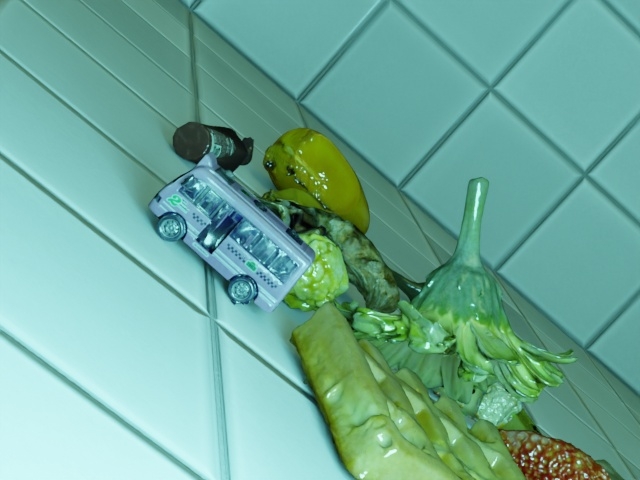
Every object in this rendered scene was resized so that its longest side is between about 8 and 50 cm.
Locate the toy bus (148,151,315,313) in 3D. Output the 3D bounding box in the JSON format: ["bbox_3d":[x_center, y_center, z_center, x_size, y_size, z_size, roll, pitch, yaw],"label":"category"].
[{"bbox_3d":[-0.105,-0.009,1.622,0.199,0.108,0.096,42,9,-2],"label":"toy bus"}]

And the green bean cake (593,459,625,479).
[{"bbox_3d":[0.461,0.424,2.075,0.179,0.085,0.109,44,11,15],"label":"green bean cake"}]

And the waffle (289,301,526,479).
[{"bbox_3d":[0.130,0.247,1.545,0.348,0.077,0.304,37,12,-29],"label":"waffle"}]

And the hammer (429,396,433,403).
[{"bbox_3d":[0.151,0.241,1.819,0.083,0.031,0.052,51,7,-13],"label":"hammer"}]

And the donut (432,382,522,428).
[{"bbox_3d":[0.217,0.221,2.000,0.166,0.065,0.108,33,-8,9],"label":"donut"}]

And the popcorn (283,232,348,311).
[{"bbox_3d":[-0.020,0.045,1.786,0.120,0.116,0.106,-34,-109,60],"label":"popcorn"}]

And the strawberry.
[{"bbox_3d":[0.347,0.343,1.908,0.236,0.107,0.175,40,9,-11],"label":"strawberry"}]

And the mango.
[{"bbox_3d":[0.007,-0.096,2.437,0.252,0.126,0.154,47,-14,-29],"label":"mango"}]

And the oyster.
[{"bbox_3d":[0.005,-0.001,2.068,0.294,0.094,0.166,39,6,-36],"label":"oyster"}]

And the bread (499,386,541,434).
[{"bbox_3d":[0.314,0.304,2.121,0.088,0.049,0.226,36,12,-35],"label":"bread"}]

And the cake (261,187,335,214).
[{"bbox_3d":[-0.016,-0.029,2.190,0.185,0.079,0.116,48,7,6],"label":"cake"}]

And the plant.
[{"bbox_3d":[0.160,0.100,1.770,0.305,0.261,0.297,11,53,-26],"label":"plant"}]

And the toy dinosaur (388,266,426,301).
[{"bbox_3d":[0.185,0.118,2.540,0.178,0.087,0.187,6,-30,31],"label":"toy dinosaur"}]

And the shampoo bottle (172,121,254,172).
[{"bbox_3d":[-0.163,-0.148,2.142,0.067,0.068,0.236,42,8,14],"label":"shampoo bottle"}]
